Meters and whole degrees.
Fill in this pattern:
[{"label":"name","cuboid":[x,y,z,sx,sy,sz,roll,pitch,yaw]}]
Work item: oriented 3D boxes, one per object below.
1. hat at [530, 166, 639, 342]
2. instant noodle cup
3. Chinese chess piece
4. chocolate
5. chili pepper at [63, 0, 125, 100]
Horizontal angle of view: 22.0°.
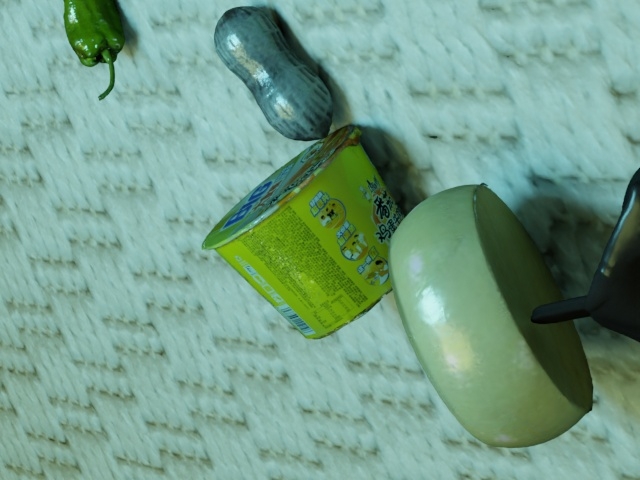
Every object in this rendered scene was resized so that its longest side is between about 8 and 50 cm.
[{"label":"hat","cuboid":[0.323,0.022,1.340,0.209,0.238,0.336,34,161,6]},{"label":"instant noodle cup","cuboid":[0.000,0.000,1.701,0.153,0.205,0.205,52,146,-8]},{"label":"Chinese chess piece","cuboid":[0.158,0.070,1.528,0.097,0.251,0.251,-27,99,19]},{"label":"chocolate","cuboid":[-0.047,-0.172,1.710,0.167,0.072,0.072,54,145,4]},{"label":"chili pepper","cuboid":[-0.269,-0.253,1.898,0.204,0.073,0.072,62,164,7]}]
